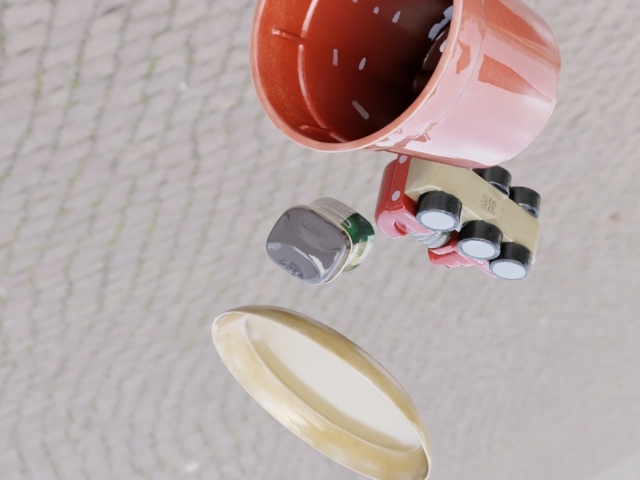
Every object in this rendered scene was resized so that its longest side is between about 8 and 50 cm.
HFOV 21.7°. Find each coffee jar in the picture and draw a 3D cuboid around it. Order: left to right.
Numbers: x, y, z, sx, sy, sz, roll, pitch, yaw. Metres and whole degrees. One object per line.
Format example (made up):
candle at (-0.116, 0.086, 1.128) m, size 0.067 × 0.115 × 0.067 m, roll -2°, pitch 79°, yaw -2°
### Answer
coffee jar at (0.000, 0.000, 1.972) m, size 0.079 × 0.096 × 0.184 m, roll -58°, pitch 171°, yaw 11°

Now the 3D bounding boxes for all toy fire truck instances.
toy fire truck at (0.146, -0.037, 2.242) m, size 0.217 × 0.158 × 0.246 m, roll 32°, pitch 146°, yaw -33°

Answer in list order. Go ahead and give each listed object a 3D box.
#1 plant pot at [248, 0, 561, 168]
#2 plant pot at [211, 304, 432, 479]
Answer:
plant pot at (0.111, -0.202, 1.809) m, size 0.272 × 0.272 × 0.265 m, roll -37°, pitch 150°, yaw 27°
plant pot at (0.006, 0.132, 1.487) m, size 0.032 × 0.236 × 0.236 m, roll -52°, pitch 173°, yaw -24°
